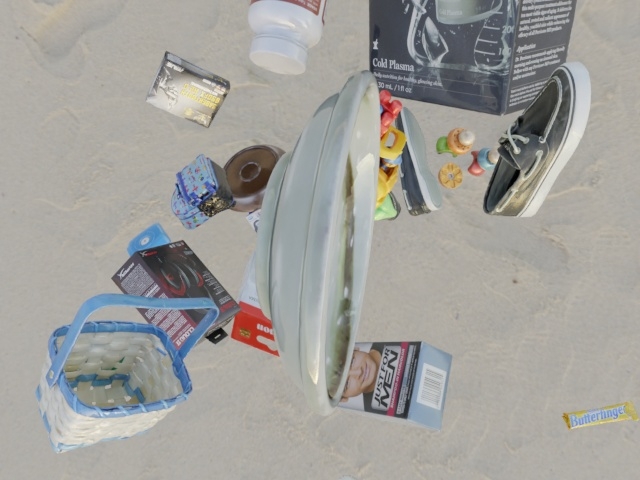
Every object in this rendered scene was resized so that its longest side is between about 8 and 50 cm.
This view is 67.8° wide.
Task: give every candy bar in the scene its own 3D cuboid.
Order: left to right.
[{"bbox_3d":[0.610,0.385,1.043,0.161,0.018,0.040,-9,64,-1],"label":"candy bar"}]

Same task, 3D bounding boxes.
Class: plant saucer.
[{"bbox_3d":[-0.257,-0.248,1.783,0.310,0.050,0.310,-9,60,16],"label":"plant saucer"},{"bbox_3d":[0.000,0.000,0.586,0.100,0.400,0.400,7,101,10],"label":"plant saucer"}]

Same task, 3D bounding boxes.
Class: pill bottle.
[{"bbox_3d":[-0.047,-0.383,0.748,0.121,0.121,0.216,11,90,1],"label":"pill bottle"}]

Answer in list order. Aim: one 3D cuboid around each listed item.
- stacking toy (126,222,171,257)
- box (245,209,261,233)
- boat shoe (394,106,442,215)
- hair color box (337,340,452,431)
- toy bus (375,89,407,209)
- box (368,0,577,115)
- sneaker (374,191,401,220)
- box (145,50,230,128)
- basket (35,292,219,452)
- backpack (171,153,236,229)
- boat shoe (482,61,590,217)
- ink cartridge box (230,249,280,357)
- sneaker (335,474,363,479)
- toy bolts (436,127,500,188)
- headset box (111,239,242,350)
[{"bbox_3d":[-0.636,0.088,1.967,0.166,0.175,0.302,-40,138,-8],"label":"stacking toy"},{"bbox_3d":[-0.218,-0.065,1.773,0.081,0.028,0.136,-26,107,32],"label":"box"},{"bbox_3d":[0.248,-0.217,1.326,0.091,0.114,0.302,-19,78,37],"label":"boat shoe"},{"bbox_3d":[0.163,0.375,1.267,0.113,0.374,0.185,27,66,-24],"label":"hair color box"},{"bbox_3d":[0.108,-0.207,1.023,0.220,0.149,0.211,39,132,-14],"label":"toy bus"},{"bbox_3d":[0.388,-0.623,1.267,0.297,0.480,0.472,-22,123,-33],"label":"box"},{"bbox_3d":[0.131,-0.211,1.864,0.202,0.483,0.185,17,116,-45],"label":"sneaker"},{"bbox_3d":[-0.452,-0.508,1.625,0.231,0.056,0.183,19,129,-30],"label":"box"},{"bbox_3d":[-0.337,0.206,0.815,0.289,0.255,0.201,-49,58,17],"label":"basket"},{"bbox_3d":[-0.334,-0.123,1.282,0.173,0.158,0.117,-33,142,13],"label":"backpack"},{"bbox_3d":[0.267,-0.116,0.606,0.070,0.078,0.219,-2,131,-7],"label":"boat shoe"},{"bbox_3d":[-0.138,0.232,1.695,0.308,0.385,0.091,25,123,-17],"label":"ink cartridge box"},{"bbox_3d":[0.102,0.404,0.708,0.095,0.090,0.235,-38,119,1],"label":"sneaker"},{"bbox_3d":[0.569,-0.301,1.788,0.228,0.158,0.218,10,82,-17],"label":"toy bolts"},{"bbox_3d":[-0.356,0.153,1.244,0.110,0.218,0.293,-43,84,18],"label":"headset box"}]
